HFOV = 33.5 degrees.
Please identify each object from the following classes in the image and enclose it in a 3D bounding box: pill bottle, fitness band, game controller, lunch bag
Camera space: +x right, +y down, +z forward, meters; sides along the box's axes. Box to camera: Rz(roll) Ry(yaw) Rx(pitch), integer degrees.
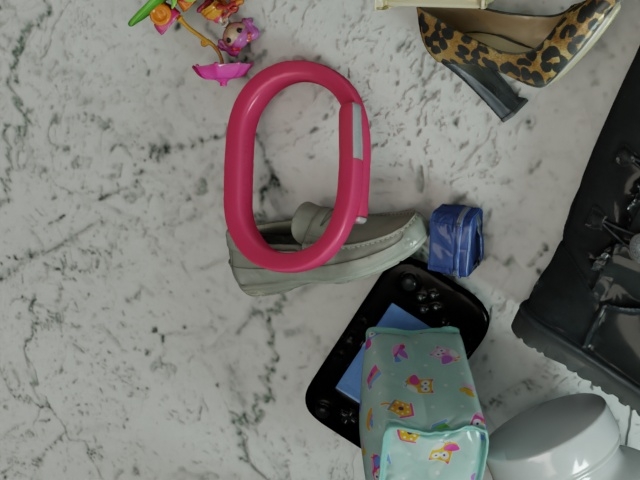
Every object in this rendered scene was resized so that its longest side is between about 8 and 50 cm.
[{"bbox_3d":[0.372,0.418,1.387,0.229,0.229,0.407,-22,98,31],"label":"pill bottle"},{"bbox_3d":[-0.034,-0.101,1.443,0.209,0.054,0.291,-1,84,30],"label":"fitness band"},{"bbox_3d":[0.106,0.172,1.524,0.166,0.067,0.319,37,121,10],"label":"game controller"},{"bbox_3d":[0.131,0.279,1.417,0.160,0.223,0.262,0,120,-3],"label":"lunch bag"},{"bbox_3d":[0.185,0.004,1.422,0.065,0.067,0.098,9,113,24],"label":"lunch bag"}]

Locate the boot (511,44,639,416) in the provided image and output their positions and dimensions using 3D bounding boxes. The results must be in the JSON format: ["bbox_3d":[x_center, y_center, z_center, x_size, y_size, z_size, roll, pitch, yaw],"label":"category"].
[{"bbox_3d":[0.471,0.000,1.249,0.367,0.146,0.445,27,114,13],"label":"boot"}]

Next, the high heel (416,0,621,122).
[{"bbox_3d":[0.223,-0.265,1.256,0.186,0.093,0.261,46,146,-1],"label":"high heel"}]

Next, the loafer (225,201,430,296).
[{"bbox_3d":[0.000,0.000,1.487,0.319,0.112,0.111,-13,110,30],"label":"loafer"}]

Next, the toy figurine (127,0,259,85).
[{"bbox_3d":[-0.149,-0.298,1.473,0.173,0.130,0.159,-41,102,7],"label":"toy figurine"}]

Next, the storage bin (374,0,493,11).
[{"bbox_3d":[0.162,-0.398,1.173,0.123,0.262,0.260,8,112,23],"label":"storage bin"}]
